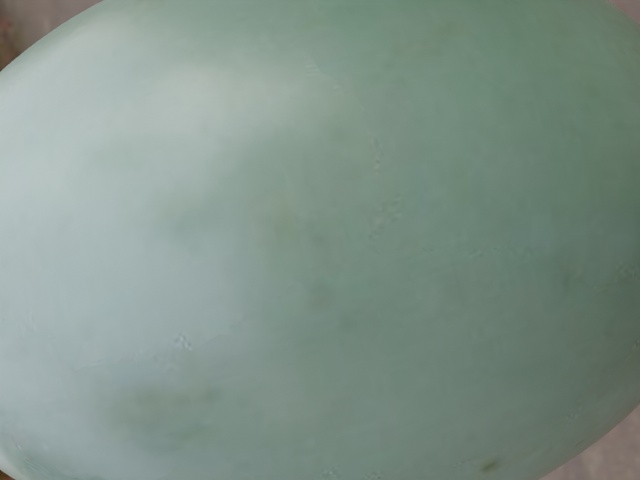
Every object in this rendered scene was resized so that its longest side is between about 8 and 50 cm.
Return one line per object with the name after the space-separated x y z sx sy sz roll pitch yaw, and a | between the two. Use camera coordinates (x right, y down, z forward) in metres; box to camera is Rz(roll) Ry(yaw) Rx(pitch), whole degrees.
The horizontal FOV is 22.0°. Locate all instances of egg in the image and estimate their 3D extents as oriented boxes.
0.000 0.000 0.765 0.276 0.389 0.276 168 90 -80 | egg
